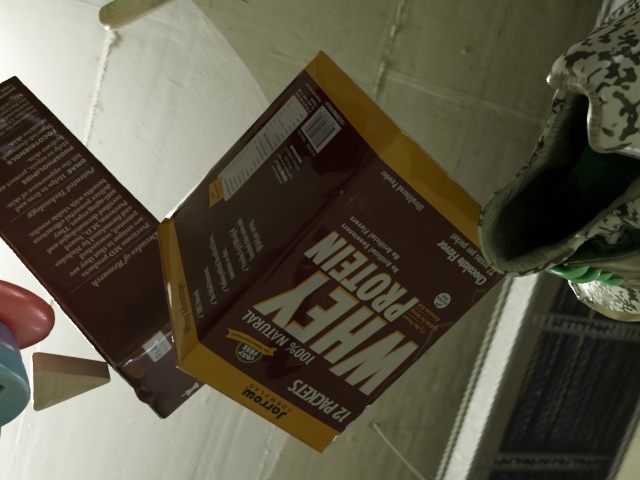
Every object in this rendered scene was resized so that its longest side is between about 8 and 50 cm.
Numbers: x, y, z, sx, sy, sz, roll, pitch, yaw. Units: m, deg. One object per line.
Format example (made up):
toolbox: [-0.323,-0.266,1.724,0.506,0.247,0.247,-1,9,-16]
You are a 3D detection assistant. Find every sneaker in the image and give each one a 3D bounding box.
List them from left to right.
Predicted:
sneaker: [0.164,-0.034,0.454,0.182,0.158,0.410,-23,-23,-3]

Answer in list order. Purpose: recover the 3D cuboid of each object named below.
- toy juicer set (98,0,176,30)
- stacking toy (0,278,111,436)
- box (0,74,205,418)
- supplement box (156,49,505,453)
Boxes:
toy juicer set: [-0.260,-0.329,0.802,0.329,0.209,0.089,52,-137,-1]
stacking toy: [-0.349,0.176,0.698,0.309,0.130,0.279,-27,-33,10]
box: [-0.265,0.004,0.902,0.143,0.381,0.191,-39,-24,-15]
supplement box: [0.000,0.000,0.566,0.129,0.191,0.194,38,-78,-29]
